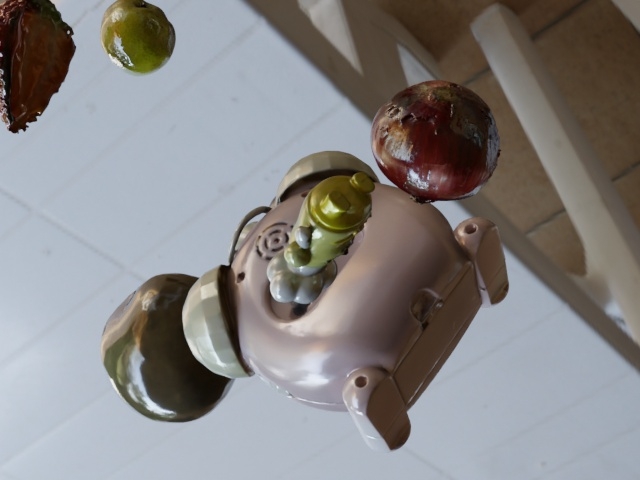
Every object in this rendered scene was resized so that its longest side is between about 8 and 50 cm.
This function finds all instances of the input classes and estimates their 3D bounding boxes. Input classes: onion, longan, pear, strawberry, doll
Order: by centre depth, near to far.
[{"bbox_3d":[0.000,0.000,0.951,0.106,0.062,0.162,-37,165,-40],"label":"doll"},{"bbox_3d":[0.111,-0.094,0.962,0.131,0.131,0.131,-6,135,-6],"label":"onion"},{"bbox_3d":[-0.407,-0.256,1.354,0.085,0.140,0.192,22,131,25],"label":"strawberry"},{"bbox_3d":[-0.239,0.171,1.566,0.246,0.246,0.215,-30,162,17],"label":"longan"},{"bbox_3d":[-0.328,-0.348,1.735,0.141,0.104,0.141,12,136,12],"label":"pear"}]

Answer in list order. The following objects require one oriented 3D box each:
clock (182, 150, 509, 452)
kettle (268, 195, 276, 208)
[{"bbox_3d":[0.023,0.059,1.237,0.342,0.326,0.184,-48,142,-23],"label":"clock"},{"bbox_3d":[0.046,0.004,1.524,0.271,0.251,0.207,33,125,14],"label":"kettle"}]
